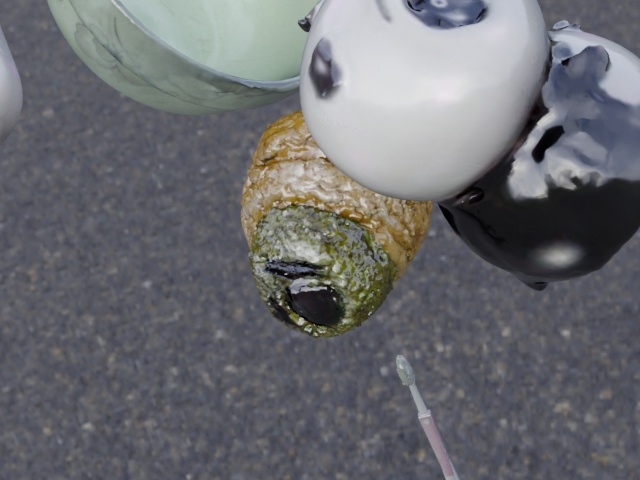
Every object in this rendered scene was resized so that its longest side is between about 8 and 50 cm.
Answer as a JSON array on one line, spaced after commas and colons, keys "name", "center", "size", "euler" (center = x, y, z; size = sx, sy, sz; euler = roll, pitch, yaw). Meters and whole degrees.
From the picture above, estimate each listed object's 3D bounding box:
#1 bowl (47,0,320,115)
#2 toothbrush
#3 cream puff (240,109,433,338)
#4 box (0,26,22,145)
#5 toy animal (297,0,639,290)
[{"name": "bowl", "center": [-0.132, -0.247, 1.149], "size": [0.163, 0.307, 0.307], "euler": [-31, 13, 47]}, {"name": "toothbrush", "center": [0.111, 0.191, 1.218], "size": [0.014, 0.194, 0.017], "euler": [-16, 32, 15]}, {"name": "cream puff", "center": [0.000, 0.000, 1.041], "size": [0.183, 0.183, 0.169], "euler": [3, 46, 21]}, {"name": "box", "center": [-0.512, -0.176, 1.513], "size": [0.289, 0.141, 0.349], "euler": [-41, 41, 7]}, {"name": "toy animal", "center": [0.098, -0.088, 0.772], "size": [0.235, 0.165, 0.187], "euler": [33, 21, -12]}]
